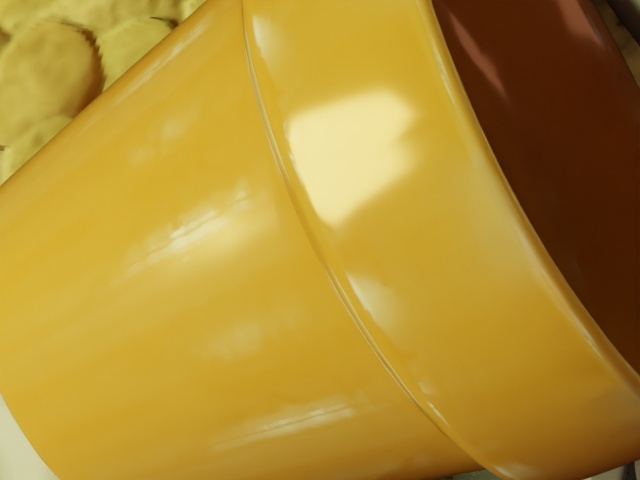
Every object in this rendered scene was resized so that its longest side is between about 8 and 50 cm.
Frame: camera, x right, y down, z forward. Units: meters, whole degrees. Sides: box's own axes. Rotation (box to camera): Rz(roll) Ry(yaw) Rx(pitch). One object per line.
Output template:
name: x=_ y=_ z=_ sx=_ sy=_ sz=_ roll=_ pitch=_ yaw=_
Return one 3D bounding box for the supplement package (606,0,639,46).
supplement package: x=0.201 y=-0.141 z=0.544 sx=0.263 sy=0.198 sz=0.199 roll=-39 pitch=127 yaw=7

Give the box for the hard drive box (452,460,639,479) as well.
hard drive box: x=0.148 y=0.151 z=0.733 sx=0.181 sy=0.232 sz=0.089 roll=14 pitch=152 yaw=-29

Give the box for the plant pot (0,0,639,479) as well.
plant pot: x=0.000 y=0.000 z=0.608 sx=0.188 sy=0.205 sz=0.205 roll=-26 pitch=133 yaw=22

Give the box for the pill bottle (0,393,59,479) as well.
pill bottle: x=-0.169 y=0.183 z=0.695 sx=0.161 sy=0.161 sz=0.283 roll=1 pitch=125 yaw=-21
